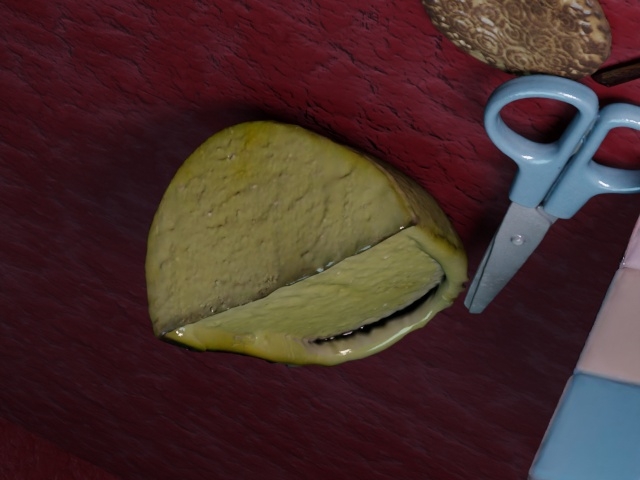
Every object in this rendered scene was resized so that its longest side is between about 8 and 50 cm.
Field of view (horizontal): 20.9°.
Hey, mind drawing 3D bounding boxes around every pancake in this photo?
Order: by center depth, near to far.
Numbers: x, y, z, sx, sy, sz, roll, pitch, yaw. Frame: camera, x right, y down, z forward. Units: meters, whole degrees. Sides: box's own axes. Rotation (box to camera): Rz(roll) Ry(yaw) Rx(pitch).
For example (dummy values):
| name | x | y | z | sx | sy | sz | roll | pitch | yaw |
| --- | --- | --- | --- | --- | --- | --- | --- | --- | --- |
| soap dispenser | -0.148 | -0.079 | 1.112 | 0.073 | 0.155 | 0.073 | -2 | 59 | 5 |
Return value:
| name | x | y | z | sx | sy | sz | roll | pitch | yaw |
| --- | --- | --- | --- | --- | --- | --- | --- | --- | --- |
| pancake | 0.172 | -0.204 | 1.557 | 0.199 | 0.021 | 0.199 | 26 | 157 | 12 |

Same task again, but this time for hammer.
| name | x | y | z | sx | sy | sz | roll | pitch | yaw |
| --- | --- | --- | --- | --- | --- | --- | --- | --- | --- |
| hammer | 0.297 | -0.150 | 1.517 | 0.065 | 0.021 | 0.178 | 38 | 157 | -21 |

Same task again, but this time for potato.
| name | x | y | z | sx | sy | sz | roll | pitch | yaw |
| --- | --- | --- | --- | --- | --- | --- | --- | --- | --- |
| potato | 0.000 | 0.000 | 1.981 | 0.330 | 0.213 | 0.280 | -24 | 152 | 19 |

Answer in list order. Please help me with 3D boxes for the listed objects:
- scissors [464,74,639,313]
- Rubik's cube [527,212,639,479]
| name | x | y | z | sx | sy | sz | roll | pitch | yaw |
| --- | --- | --- | --- | --- | --- | --- | --- | --- | --- |
| scissors | 0.215 | -0.025 | 1.769 | 0.192 | 0.029 | 0.447 | 19 | 150 | -3 |
| Rubik's cube | 0.448 | 0.180 | 1.580 | 0.346 | 0.347 | 0.344 | 13 | 157 | 38 |
